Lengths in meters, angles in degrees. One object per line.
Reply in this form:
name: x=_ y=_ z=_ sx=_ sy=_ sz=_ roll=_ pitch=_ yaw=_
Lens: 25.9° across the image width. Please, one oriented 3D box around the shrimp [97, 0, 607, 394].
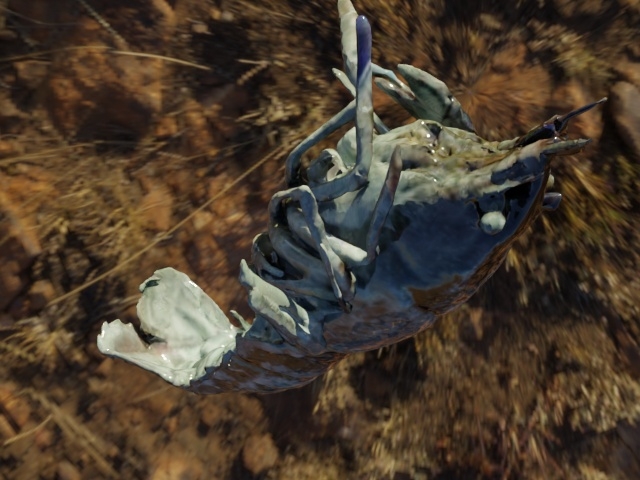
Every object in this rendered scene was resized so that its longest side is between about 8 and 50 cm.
shrimp: x=0.004 y=0.002 z=0.820 sx=0.166 sy=0.221 sz=0.410 roll=42 pitch=139 yaw=3
